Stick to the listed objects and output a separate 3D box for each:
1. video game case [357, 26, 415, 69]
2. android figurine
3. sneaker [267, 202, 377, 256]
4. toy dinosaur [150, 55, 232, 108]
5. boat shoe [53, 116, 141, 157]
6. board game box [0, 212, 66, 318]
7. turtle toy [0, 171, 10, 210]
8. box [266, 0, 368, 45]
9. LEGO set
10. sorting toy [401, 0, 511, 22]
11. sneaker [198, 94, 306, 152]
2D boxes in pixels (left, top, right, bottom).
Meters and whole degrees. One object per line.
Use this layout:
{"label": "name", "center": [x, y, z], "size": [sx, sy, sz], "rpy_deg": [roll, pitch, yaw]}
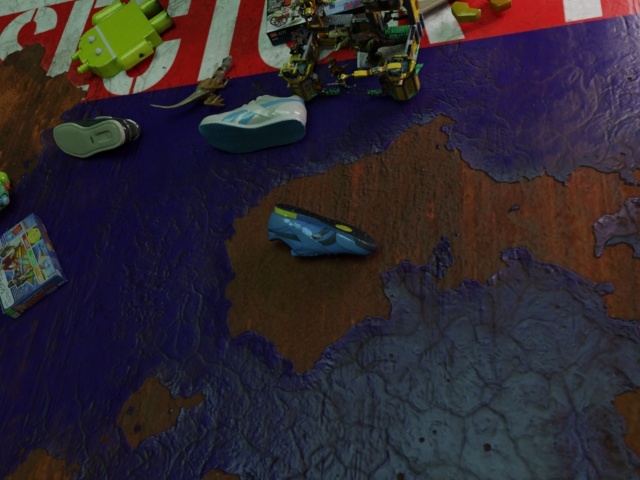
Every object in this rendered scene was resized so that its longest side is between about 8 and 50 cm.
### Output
{"label": "video game case", "center": [0.138, -0.406, 1.320], "size": [0.122, 0.011, 0.087], "rpy_deg": [-7, 61, 17]}
{"label": "android figurine", "center": [-0.513, -0.519, 1.598], "size": [0.273, 0.056, 0.248], "rpy_deg": [-33, 56, -2]}
{"label": "sneaker", "center": [0.000, 0.000, 1.122], "size": [0.209, 0.069, 0.082], "rpy_deg": [19, 103, 19]}
{"label": "toy dinosaur", "center": [-0.265, -0.333, 1.409], "size": [0.211, 0.064, 0.112], "rpy_deg": [-41, 38, -16]}
{"label": "boat shoe", "center": [-0.521, -0.243, 1.446], "size": [0.233, 0.084, 0.079], "rpy_deg": [0, 24, 28]}
{"label": "board game box", "center": [-0.634, 0.051, 1.334], "size": [0.136, 0.035, 0.201], "rpy_deg": [-36, 56, -2]}
{"label": "turtle toy", "center": [-0.758, -0.111, 1.450], "size": [0.095, 0.066, 0.130], "rpy_deg": [-36, 50, 27]}
{"label": "box", "center": [-0.009, -0.545, 1.432], "size": [0.233, 0.044, 0.159], "rpy_deg": [-11, 59, 14]}
{"label": "LEGO set", "center": [0.055, -0.417, 1.233], "size": [0.331, 0.192, 0.255], "rpy_deg": [12, 67, 26]}
{"label": "sorting toy", "center": [0.263, -0.552, 1.344], "size": [0.229, 0.041, 0.307], "rpy_deg": [-25, 57, 0]}
{"label": "sneaker", "center": [-0.139, -0.245, 1.295], "size": [0.228, 0.087, 0.092], "rpy_deg": [-3, 54, 11]}
